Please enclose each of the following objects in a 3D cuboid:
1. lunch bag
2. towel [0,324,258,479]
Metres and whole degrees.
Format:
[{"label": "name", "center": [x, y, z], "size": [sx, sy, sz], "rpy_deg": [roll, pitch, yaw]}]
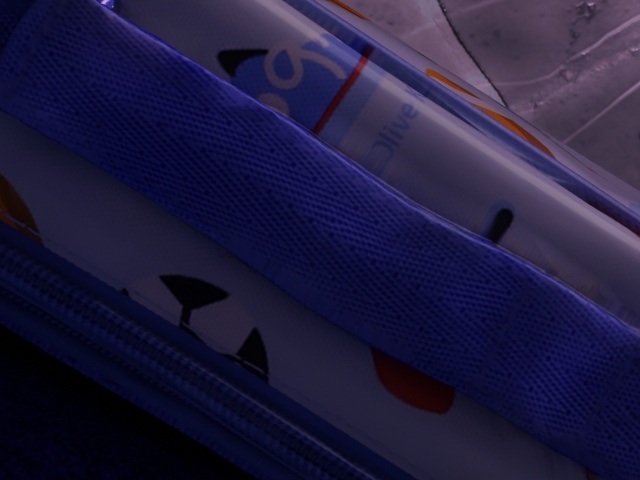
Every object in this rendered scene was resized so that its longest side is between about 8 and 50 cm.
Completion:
[{"label": "lunch bag", "center": [0.000, 0.000, 0.456], "size": [0.303, 0.115, 0.243], "rpy_deg": [31, 4, -1]}, {"label": "towel", "center": [-0.028, 0.089, 0.531], "size": [0.308, 0.076, 0.227], "rpy_deg": [30, 1, -23]}]
